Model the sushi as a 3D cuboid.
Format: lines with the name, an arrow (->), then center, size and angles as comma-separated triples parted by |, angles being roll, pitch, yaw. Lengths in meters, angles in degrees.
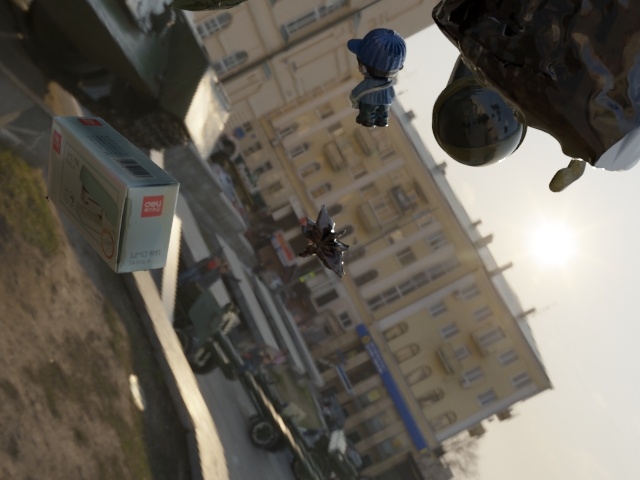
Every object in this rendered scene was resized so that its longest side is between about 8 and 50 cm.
sushi -> 0.313, -0.272, 0.810 | 0.299, 0.294, 0.281 | 38, 25, 10

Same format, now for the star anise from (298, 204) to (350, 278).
star anise -> 0.004, -0.008, 1.305 | 0.124, 0.056, 0.129 | 26, -54, 34

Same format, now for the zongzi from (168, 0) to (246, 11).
zongzi -> -0.147, -0.359, 1.020 | 0.109, 0.119, 0.055 | 3, -65, 59

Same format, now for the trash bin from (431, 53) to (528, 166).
trash bin -> 0.369, -0.306, 1.618 | 0.214, 0.214, 0.334 | 63, 34, -34

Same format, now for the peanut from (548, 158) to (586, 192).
peanut -> 0.437, -0.116, 1.251 | 0.037, 0.083, 0.037 | 46, 1, -1

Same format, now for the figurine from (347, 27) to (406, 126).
figurine -> 0.079, -0.227, 0.998 | 0.079, 0.077, 0.136 | -148, -125, -65

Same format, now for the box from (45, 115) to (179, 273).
box -> -0.304, -0.071, 1.012 | 0.269, 0.079, 0.135 | 37, -58, 40
